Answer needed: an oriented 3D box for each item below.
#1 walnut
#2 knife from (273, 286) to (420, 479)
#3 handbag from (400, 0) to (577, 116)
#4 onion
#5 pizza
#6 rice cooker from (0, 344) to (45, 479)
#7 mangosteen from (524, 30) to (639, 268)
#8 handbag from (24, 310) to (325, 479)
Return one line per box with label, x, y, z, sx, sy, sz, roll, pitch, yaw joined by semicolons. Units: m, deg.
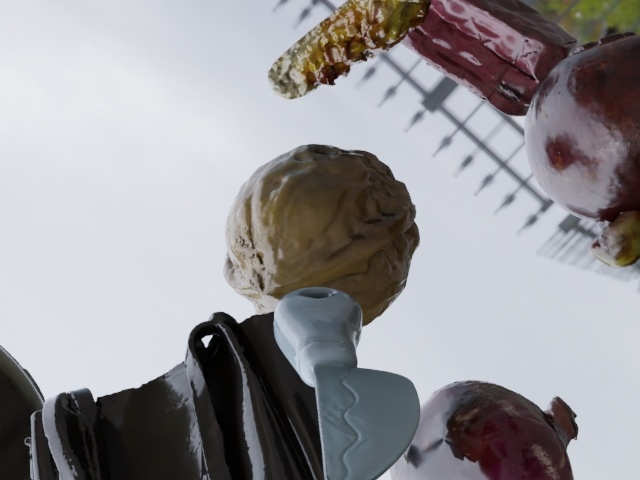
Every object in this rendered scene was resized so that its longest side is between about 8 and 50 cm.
walnut;0.000;0.000;1.105;0.198;0.198;0.245;43;-147;1
knife;0.021;0.094;0.736;0.080;0.044;0.331;1;-167;-8
handbag;0.226;-0.271;1.509;0.225;0.135;0.146;36;-154;14
onion;0.314;0.378;1.880;0.385;0.347;0.348;-28;-115;-30
pizza;0.072;-0.275;1.349;0.081;0.289;0.229;51;154;-1
rice cooker;-0.533;0.279;1.343;0.335;0.335;0.325;42;-141;1
mangosteen;0.324;-0.084;1.128;0.215;0.215;0.257;-3;-102;-67
handbag;-0.118;0.208;0.937;0.113;0.285;0.257;44;-157;-59
